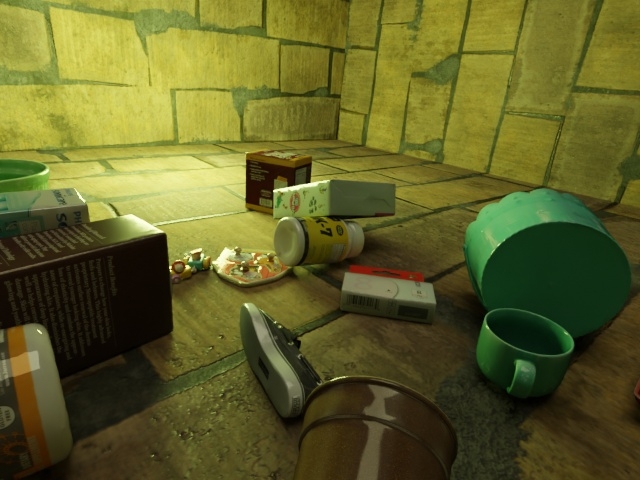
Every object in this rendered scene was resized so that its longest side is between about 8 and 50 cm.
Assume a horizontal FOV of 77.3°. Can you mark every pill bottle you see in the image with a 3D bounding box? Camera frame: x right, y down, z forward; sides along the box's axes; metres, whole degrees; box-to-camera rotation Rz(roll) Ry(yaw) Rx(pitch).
[{"bbox_3d":[0.000,0.000,0.994,0.209,0.119,0.119,-2,21,-38],"label":"pill bottle"},{"bbox_3d":[-0.410,0.192,0.382,0.279,0.162,0.162,-13,28,-36],"label":"pill bottle"}]

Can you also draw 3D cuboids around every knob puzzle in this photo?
[{"bbox_3d":[-0.163,0.055,0.957,0.213,0.029,0.213,5,22,-2],"label":"knob puzzle"}]

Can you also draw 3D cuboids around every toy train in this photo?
[{"bbox_3d":[-0.335,0.047,0.918,0.125,0.046,0.166,18,26,30],"label":"toy train"}]

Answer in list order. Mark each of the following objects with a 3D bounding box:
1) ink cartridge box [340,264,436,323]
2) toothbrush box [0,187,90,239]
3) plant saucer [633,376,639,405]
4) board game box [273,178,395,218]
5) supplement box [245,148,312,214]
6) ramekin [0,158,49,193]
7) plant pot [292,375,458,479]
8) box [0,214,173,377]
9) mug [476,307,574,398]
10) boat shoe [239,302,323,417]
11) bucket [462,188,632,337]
[{"bbox_3d":[0.149,0.092,0.896,0.189,0.066,0.232,7,26,7],"label":"ink cartridge box"},{"bbox_3d":[-0.546,0.041,0.662,0.296,0.216,0.126,-12,27,-38],"label":"toothbrush box"},{"bbox_3d":[0.630,0.256,0.587,0.259,0.047,0.259,-16,29,-42],"label":"plant saucer"},{"bbox_3d":[0.031,-0.109,1.157,0.224,0.097,0.303,-1,2,-33],"label":"board game box"},{"bbox_3d":[-0.146,-0.201,1.380,0.192,0.194,0.129,14,23,22],"label":"supplement box"},{"bbox_3d":[-0.899,-0.118,1.079,0.304,0.148,0.303,4,22,-2],"label":"ramekin"},{"bbox_3d":[0.037,0.245,0.363,0.167,0.166,0.165,10,31,13],"label":"plant pot"},{"bbox_3d":[-0.422,0.097,0.578,0.143,0.191,0.382,23,28,38],"label":"box"},{"bbox_3d":[0.307,0.185,0.632,0.158,0.097,0.129,-10,26,-30],"label":"mug"},{"bbox_3d":[-0.062,0.172,0.622,0.076,0.080,0.228,-1,23,-30],"label":"boat shoe"},{"bbox_3d":[0.431,0.048,0.785,0.281,0.281,0.183,10,24,12],"label":"bucket"}]
